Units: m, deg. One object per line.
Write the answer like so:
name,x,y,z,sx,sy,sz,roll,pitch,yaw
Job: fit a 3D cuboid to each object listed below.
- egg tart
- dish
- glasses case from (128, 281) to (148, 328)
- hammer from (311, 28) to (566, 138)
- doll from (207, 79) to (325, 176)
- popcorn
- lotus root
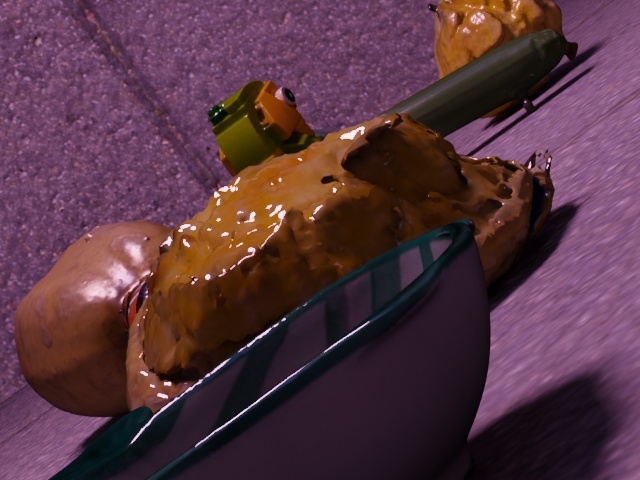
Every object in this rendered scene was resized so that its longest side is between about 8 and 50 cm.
egg tart,0.000,0.000,1.027,0.291,0.107,0.291,-27,16,8
dish,-0.017,0.083,0.667,0.224,0.078,0.246,-39,6,-37
glasses case,-0.035,0.020,1.335,0.067,0.103,0.267,-33,4,46
hammer,0.084,-0.098,1.714,0.336,0.119,0.206,-29,6,7
doll,-0.027,-0.049,1.557,0.106,0.186,0.134,-34,-12,30
popcorn,0.176,-0.199,1.846,0.167,0.152,0.148,-86,8,-53
lotus root,-0.164,0.069,1.569,0.169,0.151,0.343,-54,14,-19
